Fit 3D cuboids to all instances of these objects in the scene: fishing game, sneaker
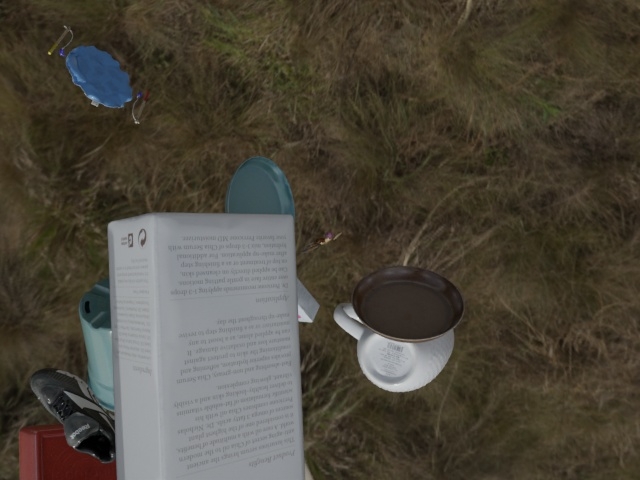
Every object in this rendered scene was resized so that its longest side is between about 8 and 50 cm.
[{"bbox_3d":[-0.556,-0.405,1.609,0.041,0.189,0.264,-31,128,31],"label":"fishing game"},{"bbox_3d":[-0.454,0.333,1.206,0.078,0.106,0.234,-42,102,-1],"label":"sneaker"}]

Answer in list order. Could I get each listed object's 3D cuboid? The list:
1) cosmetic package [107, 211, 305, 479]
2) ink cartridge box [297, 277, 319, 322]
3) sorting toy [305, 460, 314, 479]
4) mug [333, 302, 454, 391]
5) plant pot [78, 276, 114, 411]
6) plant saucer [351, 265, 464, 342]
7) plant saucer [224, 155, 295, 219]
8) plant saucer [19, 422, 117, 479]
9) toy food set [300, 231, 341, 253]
[{"bbox_3d":[-0.160,0.191,0.917,0.161,0.230,0.453,-5,86,50],"label":"cosmetic package"},{"bbox_3d":[-0.214,0.103,1.731,0.324,0.071,0.330,-1,142,35],"label":"ink cartridge box"},{"bbox_3d":[-0.116,0.445,1.291,0.196,0.047,0.347,-8,120,22],"label":"sorting toy"},{"bbox_3d":[0.209,0.300,1.975,0.374,0.328,0.276,29,102,16],"label":"mug"},{"bbox_3d":[-0.600,0.305,2.029,0.341,0.341,0.334,4,128,6],"label":"plant pot"},{"bbox_3d":[0.240,0.183,1.779,0.310,0.310,0.050,4,125,6],"label":"plant saucer"},{"bbox_3d":[-0.180,-0.085,1.867,0.044,0.317,0.317,-4,122,32],"label":"plant saucer"},{"bbox_3d":[-0.514,0.514,1.400,0.258,0.259,0.048,4,143,-31],"label":"plant saucer"},{"bbox_3d":[0.000,0.000,1.873,0.019,0.122,0.078,62,153,9],"label":"toy food set"}]
